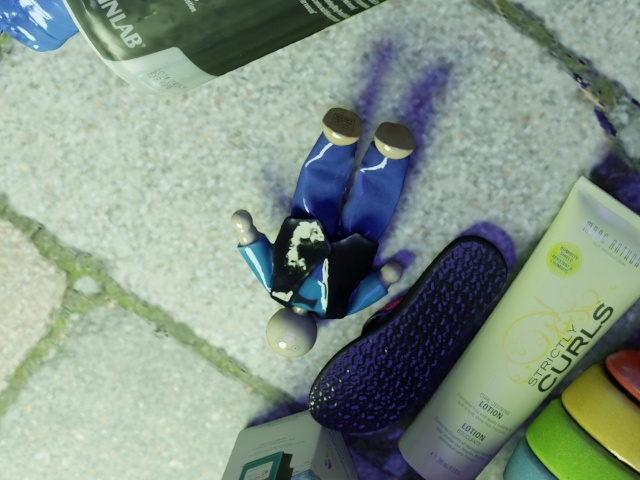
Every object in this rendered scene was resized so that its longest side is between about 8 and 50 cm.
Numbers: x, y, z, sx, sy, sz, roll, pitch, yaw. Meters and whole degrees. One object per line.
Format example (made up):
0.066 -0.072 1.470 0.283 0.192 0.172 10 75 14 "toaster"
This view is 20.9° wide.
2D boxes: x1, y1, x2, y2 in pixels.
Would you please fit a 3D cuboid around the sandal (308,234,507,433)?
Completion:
0.064 0.069 1.242 0.067 0.040 0.179 42 95 -14 "sandal"

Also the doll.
0.000 0.000 1.215 0.129 0.046 0.189 15 118 -8 "doll"

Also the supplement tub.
-0.004 -0.230 1.052 0.316 0.193 0.193 -22 106 14 "supplement tub"

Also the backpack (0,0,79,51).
-0.201 -0.183 1.149 0.120 0.098 0.101 39 120 -21 "backpack"

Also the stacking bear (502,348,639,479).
0.222 0.143 1.183 0.175 0.164 0.289 41 103 33 "stacking bear"

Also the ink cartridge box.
-0.020 0.228 1.203 0.078 0.231 0.134 -17 107 13 "ink cartridge box"

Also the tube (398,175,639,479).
0.146 0.072 1.219 0.070 0.062 0.240 19 114 -48 "tube"
